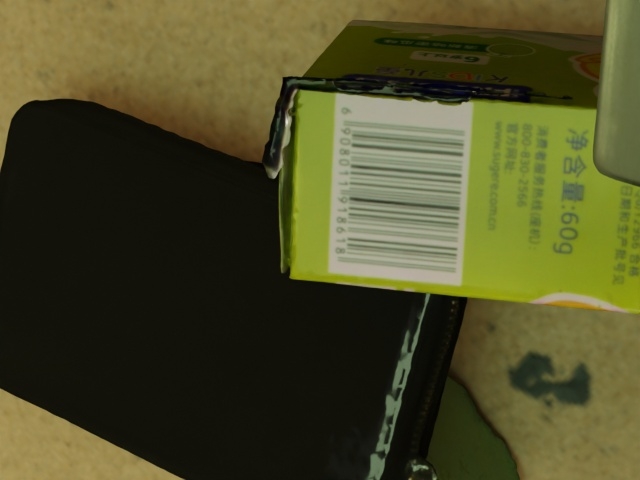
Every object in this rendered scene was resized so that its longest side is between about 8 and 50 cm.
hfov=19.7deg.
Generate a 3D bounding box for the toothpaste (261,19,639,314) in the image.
[{"bbox_3d":[0.150,-0.023,0.669,0.327,0.110,0.077,5,108,10],"label":"toothpaste"}]

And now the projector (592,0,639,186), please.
[{"bbox_3d":[0.169,-0.136,0.575,0.108,0.250,0.198,9,110,21],"label":"projector"}]

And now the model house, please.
[{"bbox_3d":[0.034,0.106,0.834,0.079,0.066,0.083,49,137,-11],"label":"model house"}]

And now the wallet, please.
[{"bbox_3d":[-0.047,0.034,0.800,0.250,0.044,0.149,20,106,30],"label":"wallet"}]

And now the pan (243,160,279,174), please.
[{"bbox_3d":[0.002,-0.001,0.813,0.212,0.040,0.115,-27,94,33],"label":"pan"}]
